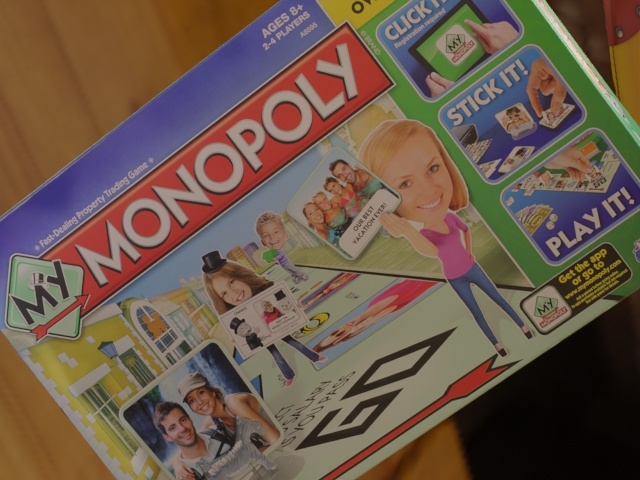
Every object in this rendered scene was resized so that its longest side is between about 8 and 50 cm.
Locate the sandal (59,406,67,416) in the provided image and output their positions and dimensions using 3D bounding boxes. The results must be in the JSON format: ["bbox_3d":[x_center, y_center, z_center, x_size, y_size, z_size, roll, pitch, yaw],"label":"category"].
[{"bbox_3d":[-0.095,0.124,1.511,0.060,0.219,0.090,97,8,-69],"label":"sandal"}]

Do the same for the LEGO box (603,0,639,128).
[{"bbox_3d":[0.497,-0.137,1.286,0.372,0.500,0.193,-17,103,-36],"label":"LEGO box"}]

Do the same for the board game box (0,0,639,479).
[{"bbox_3d":[0.000,0.000,0.978,0.317,0.213,0.046,-36,-175,16],"label":"board game box"}]
